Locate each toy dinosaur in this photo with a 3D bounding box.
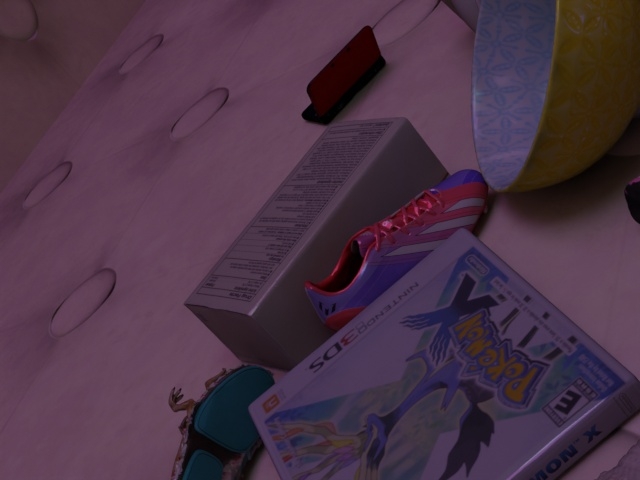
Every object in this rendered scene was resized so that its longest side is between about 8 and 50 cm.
[{"bbox_3d":[-0.137,0.201,1.226,0.183,0.053,0.092,-51,29,-19],"label":"toy dinosaur"}]

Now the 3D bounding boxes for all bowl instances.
[{"bbox_3d":[0.269,-0.189,1.129,0.156,0.289,0.289,3,29,-8],"label":"bowl"}]

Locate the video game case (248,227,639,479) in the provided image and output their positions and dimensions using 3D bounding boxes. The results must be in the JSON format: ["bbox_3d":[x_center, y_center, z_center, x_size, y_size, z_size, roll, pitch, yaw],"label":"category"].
[{"bbox_3d":[0.092,0.150,0.997,0.300,0.036,0.329,-40,30,1],"label":"video game case"}]

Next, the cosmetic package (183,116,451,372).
[{"bbox_3d":[0.000,0.000,1.284,0.309,0.113,0.160,-52,28,-20],"label":"cosmetic package"}]

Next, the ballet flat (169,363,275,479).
[{"bbox_3d":[-0.120,0.231,1.131,0.077,0.091,0.241,-45,13,46],"label":"ballet flat"}]

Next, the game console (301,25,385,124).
[{"bbox_3d":[0.023,-0.259,1.679,0.144,0.085,0.124,-46,27,-11],"label":"game console"}]

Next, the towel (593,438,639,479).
[{"bbox_3d":[0.247,0.170,0.670,0.187,0.049,0.282,-40,7,-9],"label":"towel"}]

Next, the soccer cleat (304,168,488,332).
[{"bbox_3d":[0.088,0.001,1.183,0.248,0.095,0.083,-47,27,-10],"label":"soccer cleat"}]

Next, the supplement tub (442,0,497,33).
[{"bbox_3d":[0.254,-0.377,1.382,0.235,0.235,0.325,-37,27,8],"label":"supplement tub"}]

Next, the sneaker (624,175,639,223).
[{"bbox_3d":[0.356,-0.055,0.947,0.077,0.072,0.178,-42,30,-27],"label":"sneaker"}]
